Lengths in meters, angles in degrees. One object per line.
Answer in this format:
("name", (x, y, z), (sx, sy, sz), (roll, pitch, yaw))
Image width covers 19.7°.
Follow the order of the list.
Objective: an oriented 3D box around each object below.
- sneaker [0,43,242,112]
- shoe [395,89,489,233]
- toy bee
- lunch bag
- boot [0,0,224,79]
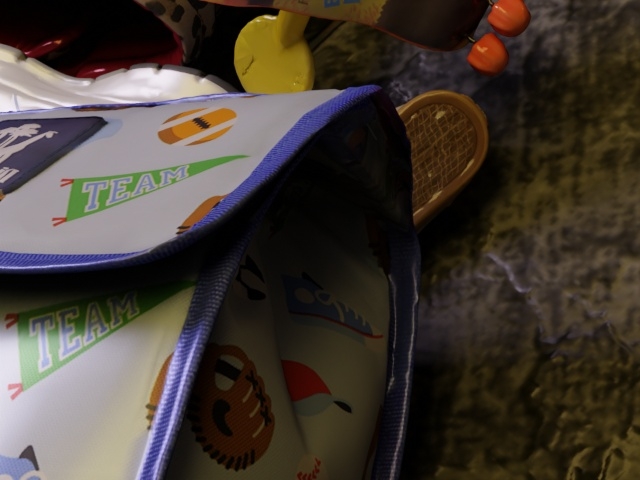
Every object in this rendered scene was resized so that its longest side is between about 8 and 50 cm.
("sneaker", (-0.166, -0.039, 1.083), (0.297, 0.111, 0.129), (6, 64, 34))
("shoe", (0.000, 0.000, 0.992), (0.219, 0.076, 0.058), (-36, 2, 2))
("toy bee", (0.034, -0.159, 0.960), (0.298, 0.195, 0.162), (-19, 50, -18))
("lunch bag", (-0.145, 0.095, 0.855), (0.328, 0.239, 0.385), (-1, 58, 29))
("boot", (-0.160, -0.244, 1.169), (0.377, 0.138, 0.284), (11, 61, 29))
